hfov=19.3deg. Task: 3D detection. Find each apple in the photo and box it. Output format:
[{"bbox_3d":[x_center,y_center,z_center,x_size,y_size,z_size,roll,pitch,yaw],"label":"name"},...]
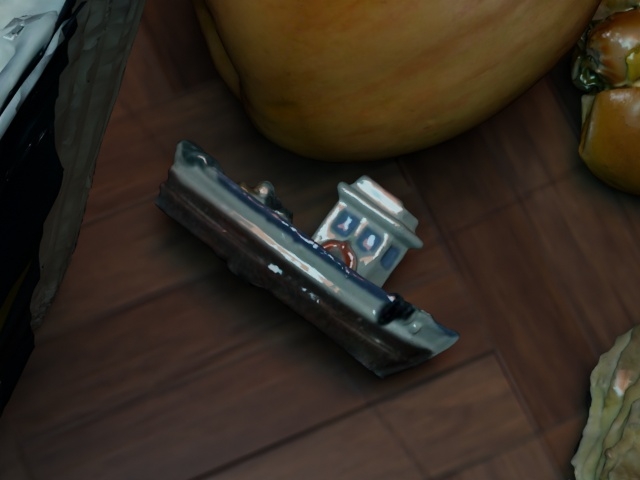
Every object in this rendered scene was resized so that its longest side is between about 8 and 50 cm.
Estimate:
[{"bbox_3d":[0.027,-0.122,0.769,0.199,0.199,0.199,2,70,-6],"label":"apple"}]

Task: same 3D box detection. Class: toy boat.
[{"bbox_3d":[0.000,0.000,0.776,0.140,0.059,0.066,37,88,5],"label":"toy boat"}]

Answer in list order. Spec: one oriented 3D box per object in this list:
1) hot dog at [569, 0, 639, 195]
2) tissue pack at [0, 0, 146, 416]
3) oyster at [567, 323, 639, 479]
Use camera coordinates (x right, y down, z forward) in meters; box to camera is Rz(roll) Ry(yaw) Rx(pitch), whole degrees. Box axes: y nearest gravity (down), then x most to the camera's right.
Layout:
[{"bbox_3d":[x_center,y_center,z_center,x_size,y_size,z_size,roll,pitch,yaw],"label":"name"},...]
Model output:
[{"bbox_3d":[0.239,-0.084,0.833,0.269,0.072,0.115,-10,64,-9],"label":"hot dog"},{"bbox_3d":[-0.209,-0.021,0.561,0.264,0.416,0.253,28,68,-3],"label":"tissue pack"},{"bbox_3d":[0.166,0.080,0.765,0.209,0.072,0.133,-42,83,-20],"label":"oyster"}]
